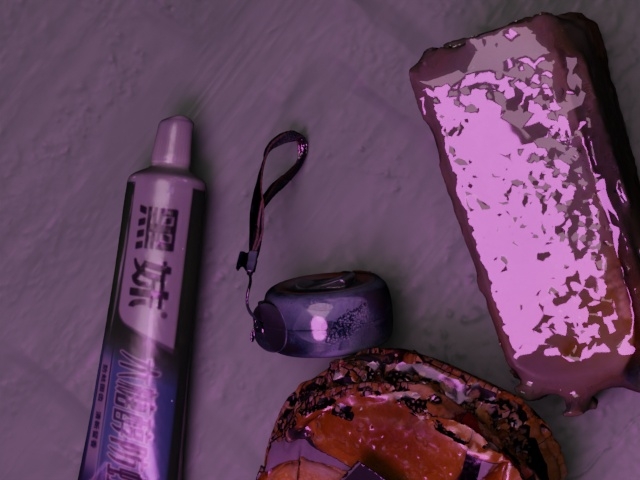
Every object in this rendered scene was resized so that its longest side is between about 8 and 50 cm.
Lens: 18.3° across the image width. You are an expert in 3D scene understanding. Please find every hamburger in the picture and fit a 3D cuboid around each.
[{"bbox_3d":[0.063,0.189,1.433,0.231,0.107,0.231,8,116,17],"label":"hamburger"}]

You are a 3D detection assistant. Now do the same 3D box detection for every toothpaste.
[{"bbox_3d":[-0.138,0.097,1.535,0.099,0.061,0.392,7,88,13],"label":"toothpaste"}]

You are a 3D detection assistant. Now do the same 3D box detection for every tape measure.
[{"bbox_3d":[-0.001,-0.001,1.486,0.107,0.104,0.179,-3,84,18],"label":"tape measure"}]

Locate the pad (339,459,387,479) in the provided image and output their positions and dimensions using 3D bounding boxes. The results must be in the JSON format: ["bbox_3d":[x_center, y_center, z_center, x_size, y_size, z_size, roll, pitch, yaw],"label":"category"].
[{"bbox_3d":[0.026,0.276,1.423,0.164,0.004,0.243,38,124,-2],"label":"pad"}]

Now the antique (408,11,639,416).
[{"bbox_3d":[0.170,-0.018,1.441,0.125,0.150,0.284,-17,89,16],"label":"antique"}]
